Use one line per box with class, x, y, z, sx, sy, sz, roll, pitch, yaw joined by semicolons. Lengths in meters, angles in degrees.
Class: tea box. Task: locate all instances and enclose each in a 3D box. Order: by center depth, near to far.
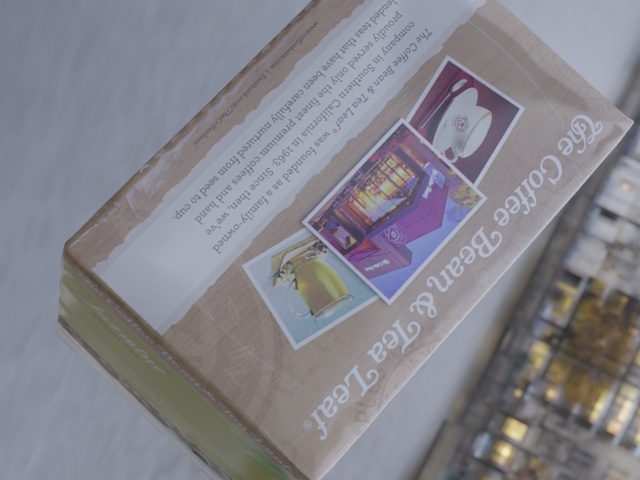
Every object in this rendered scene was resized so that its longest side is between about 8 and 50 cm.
tea box;0.000;0.000;1.120;0.329;0.220;0.323;-47;179;-18
